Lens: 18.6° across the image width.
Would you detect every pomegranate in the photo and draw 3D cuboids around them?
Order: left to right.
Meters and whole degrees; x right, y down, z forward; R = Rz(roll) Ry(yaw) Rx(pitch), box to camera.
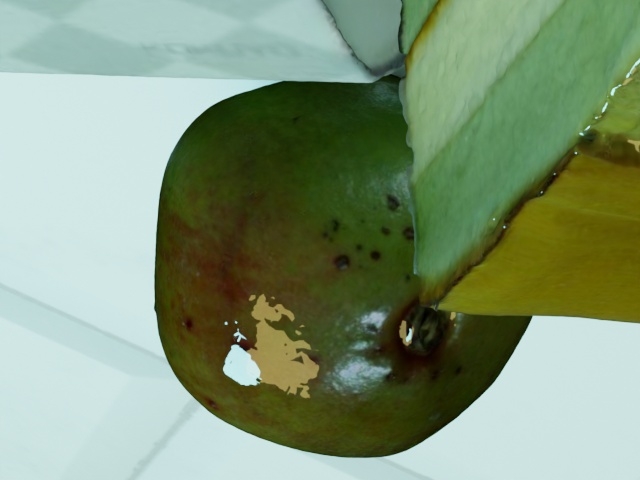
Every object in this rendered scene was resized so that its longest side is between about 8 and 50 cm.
[{"bbox_3d":[0.000,0.000,0.885,0.180,0.180,0.210,38,-176,-29],"label":"pomegranate"}]

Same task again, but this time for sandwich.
[{"bbox_3d":[0.149,-0.076,0.582,0.198,0.155,0.227,4,158,-15],"label":"sandwich"}]

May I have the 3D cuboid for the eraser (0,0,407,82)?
[{"bbox_3d":[-0.163,-0.141,0.808,0.396,0.082,0.213,4,147,29],"label":"eraser"}]
